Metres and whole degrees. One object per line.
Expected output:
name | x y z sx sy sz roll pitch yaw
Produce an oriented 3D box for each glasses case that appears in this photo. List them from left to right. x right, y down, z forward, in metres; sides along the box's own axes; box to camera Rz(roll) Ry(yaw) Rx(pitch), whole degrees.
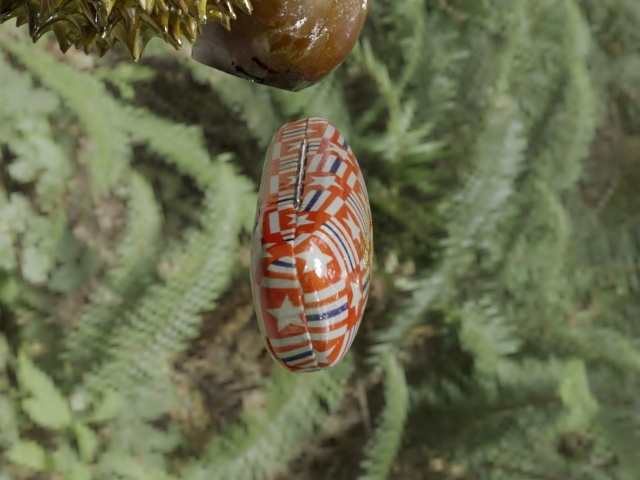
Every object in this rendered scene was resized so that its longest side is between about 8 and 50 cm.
glasses case | 0.000 0.000 0.801 0.194 0.049 0.073 -86 165 -67

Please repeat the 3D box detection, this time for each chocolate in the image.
chocolate | -0.027 -0.172 1.150 0.127 0.124 0.133 28 -74 59

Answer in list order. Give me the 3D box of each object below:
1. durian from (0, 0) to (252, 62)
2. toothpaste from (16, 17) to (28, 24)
durian | -0.124 -0.168 0.816 0.252 0.144 0.139 40 73 -16
toothpaste | -0.223 -0.180 1.215 0.028 0.045 0.170 33 1 -36
